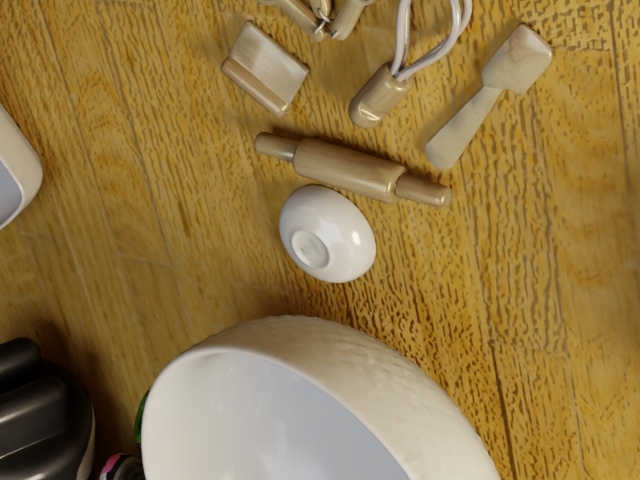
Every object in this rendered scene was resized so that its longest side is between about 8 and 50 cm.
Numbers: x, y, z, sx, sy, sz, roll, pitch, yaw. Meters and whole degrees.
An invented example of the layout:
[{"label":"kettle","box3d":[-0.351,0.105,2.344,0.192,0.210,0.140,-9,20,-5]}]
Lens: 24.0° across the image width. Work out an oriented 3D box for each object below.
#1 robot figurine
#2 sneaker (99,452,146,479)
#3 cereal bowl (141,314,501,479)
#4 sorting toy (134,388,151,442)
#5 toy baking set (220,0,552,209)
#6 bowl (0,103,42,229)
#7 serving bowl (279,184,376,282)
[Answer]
[{"label":"robot figurine","box3d":[-0.310,0.225,1.477,0.173,0.209,0.278,8,133,-2]},{"label":"sneaker","box3d":[-0.153,0.275,1.473,0.075,0.063,0.170,0,127,41]},{"label":"cereal bowl","box3d":[0.022,0.204,1.180,0.339,0.141,0.339,25,128,36]},{"label":"sorting toy","box3d":[-0.138,0.163,1.383,0.042,0.061,0.102,17,152,-19]},{"label":"toy baking set","box3d":[0.032,-0.109,1.022,0.256,0.030,0.197,22,134,26]},{"label":"bowl","box3d":[-0.309,-0.078,1.324,0.142,0.053,0.142,-27,102,48]},{"label":"serving bowl","box3d":[0.000,0.000,1.141,0.083,0.027,0.083,24,135,26]}]
